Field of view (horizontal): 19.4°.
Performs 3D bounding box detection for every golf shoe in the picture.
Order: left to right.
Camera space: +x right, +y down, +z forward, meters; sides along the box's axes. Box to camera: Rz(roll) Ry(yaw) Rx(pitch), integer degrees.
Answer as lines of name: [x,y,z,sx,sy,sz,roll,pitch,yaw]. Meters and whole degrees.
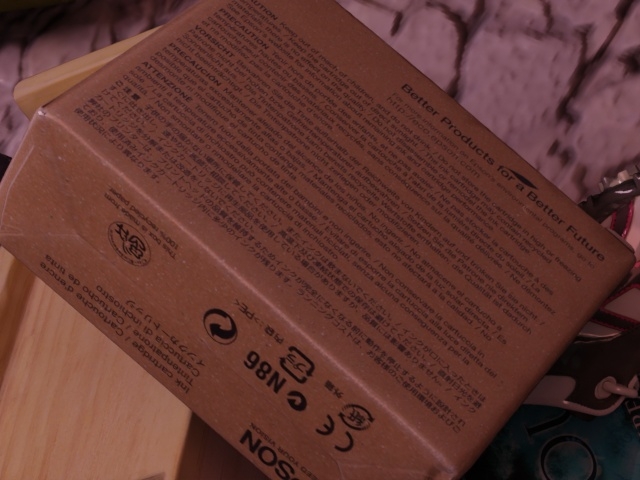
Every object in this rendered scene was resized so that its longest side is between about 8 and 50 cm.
golf shoe: [0.155,0.028,0.980,0.272,0.105,0.120,-22,79,7]

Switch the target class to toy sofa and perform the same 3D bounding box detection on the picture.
toy sofa: [-0.091,0.068,0.961,0.150,0.177,0.363,-18,40,26]

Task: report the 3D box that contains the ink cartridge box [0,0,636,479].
ink cartridge box: [0.000,0.000,0.854,0.234,0.088,0.193,41,42,7]

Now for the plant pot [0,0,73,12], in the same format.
plant pot: [-0.280,-0.243,1.149,0.293,0.275,0.275,11,63,-3]

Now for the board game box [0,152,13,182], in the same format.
board game box: [-0.284,0.015,1.035,0.165,0.042,0.243,18,40,-2]

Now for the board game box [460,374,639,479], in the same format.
board game box: [0.124,0.085,1.017,0.126,0.026,0.186,-20,60,-2]
